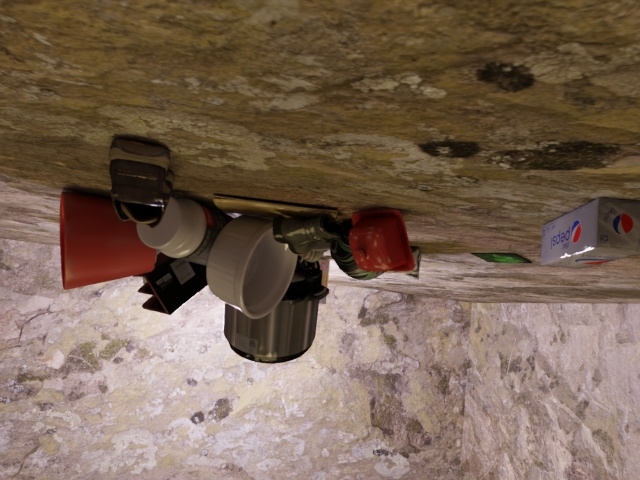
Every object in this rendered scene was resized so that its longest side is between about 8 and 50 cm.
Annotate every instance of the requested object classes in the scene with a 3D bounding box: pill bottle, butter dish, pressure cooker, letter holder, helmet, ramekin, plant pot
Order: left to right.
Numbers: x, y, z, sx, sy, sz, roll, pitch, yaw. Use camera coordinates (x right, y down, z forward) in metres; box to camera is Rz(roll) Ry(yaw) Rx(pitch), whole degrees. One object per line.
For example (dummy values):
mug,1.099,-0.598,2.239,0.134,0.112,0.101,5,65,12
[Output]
plant pot,-0.612,-0.001,1.508,0.243,0.275,0.275,-1,176,-30
letter holder,-0.473,0.088,1.747,0.214,0.152,0.302,0,-147,46
pill bottle,-0.345,-0.023,1.412,0.161,0.161,0.283,3,171,22
ramekin,-0.188,0.062,1.442,0.135,0.277,0.277,19,177,24
pressure cooker,-0.175,0.198,1.959,0.369,0.421,0.375,-1,-156,-15
helmet,0.123,0.026,1.427,0.161,0.170,0.169,25,-174,42
butter dish,0.125,0.017,1.255,0.159,0.160,0.118,-3,-161,45

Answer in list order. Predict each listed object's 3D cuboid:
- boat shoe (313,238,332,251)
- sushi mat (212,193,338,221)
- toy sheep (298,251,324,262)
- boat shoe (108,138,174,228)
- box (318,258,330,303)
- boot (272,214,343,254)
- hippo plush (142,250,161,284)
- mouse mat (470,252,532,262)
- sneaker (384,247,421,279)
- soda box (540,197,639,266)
boat shoe,0.000,0.000,1.583,0.219,0.078,0.070,8,170,-20
sushi mat,-0.112,-0.077,1.353,0.316,0.019,0.151,7,173,0
toy sheep,-0.030,0.035,1.812,0.132,0.091,0.091,-4,180,-41
boat shoe,-0.371,-0.096,1.057,0.132,0.130,0.355,8,171,-11
box,-0.035,0.181,2.371,0.114,0.203,0.103,9,172,-27
boot,-0.011,-0.013,1.386,0.161,0.084,0.246,-2,170,19
hippo plush,-0.549,0.068,1.905,0.294,0.237,0.234,14,169,-40
mouse mat,0.608,0.060,1.754,0.152,0.007,0.189,0,170,38
sneaker,0.273,0.079,1.846,0.153,0.094,0.235,6,171,15
soda box,0.547,-0.005,1.073,0.091,0.098,0.286,6,171,4
